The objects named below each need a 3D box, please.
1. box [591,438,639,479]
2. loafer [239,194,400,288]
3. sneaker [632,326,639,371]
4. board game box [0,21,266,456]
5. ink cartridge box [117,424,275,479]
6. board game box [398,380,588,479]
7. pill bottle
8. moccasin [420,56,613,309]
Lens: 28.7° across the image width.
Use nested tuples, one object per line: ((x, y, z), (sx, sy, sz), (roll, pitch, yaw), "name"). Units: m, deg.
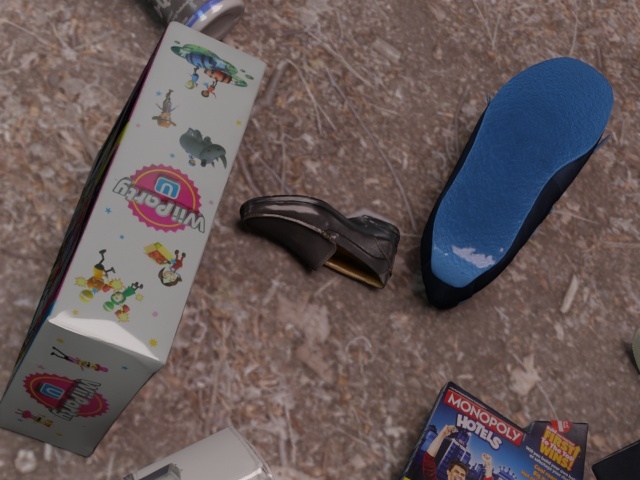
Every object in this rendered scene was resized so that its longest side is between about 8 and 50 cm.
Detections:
((0.555, 0.328, 1.087), (0.479, 0.297, 0.472), (1, 59, -48), "box")
((0.000, 0.000, 1.234), (0.170, 0.062, 0.061), (14, 63, -17), "loafer")
((0.404, 0.141, 1.343), (0.084, 0.058, 0.152), (-34, 85, -29), "sneaker")
((-0.162, 0.000, 1.055), (0.097, 0.224, 0.303), (23, 55, -13), "board game box")
((-0.123, 0.260, 0.934), (0.217, 0.092, 0.159), (-24, 112, -13), "ink cartridge box")
((0.172, 0.231, 1.186), (0.194, 0.060, 0.194), (34, 53, -4), "board game box")
((-0.149, -0.271, 1.302), (0.078, 0.078, 0.137), (-34, 80, -35), "pill bottle")
((0.192, -0.068, 1.333), (0.137, 0.117, 0.342), (37, 58, 13), "moccasin")
